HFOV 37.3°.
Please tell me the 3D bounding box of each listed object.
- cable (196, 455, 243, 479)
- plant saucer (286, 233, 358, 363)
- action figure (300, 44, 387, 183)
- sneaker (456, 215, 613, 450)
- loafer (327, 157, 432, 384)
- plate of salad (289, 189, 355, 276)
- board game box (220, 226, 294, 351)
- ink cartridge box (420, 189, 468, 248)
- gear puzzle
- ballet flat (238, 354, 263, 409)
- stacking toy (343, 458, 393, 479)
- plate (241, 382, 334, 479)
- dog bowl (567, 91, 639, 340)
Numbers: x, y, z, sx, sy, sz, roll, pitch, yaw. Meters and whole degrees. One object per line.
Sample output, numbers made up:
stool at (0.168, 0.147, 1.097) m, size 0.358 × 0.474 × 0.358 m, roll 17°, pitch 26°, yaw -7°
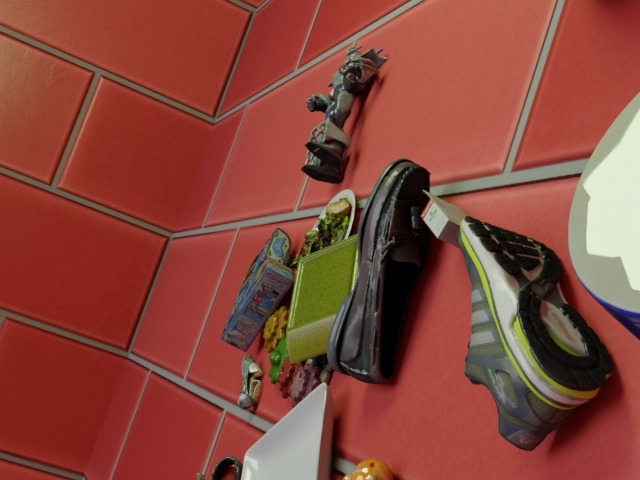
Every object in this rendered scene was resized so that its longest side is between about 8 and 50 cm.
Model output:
cable at (-0.151, 0.472, 1.558) m, size 0.139 × 0.072 × 0.287 m, roll -44°, pitch 38°, yaw 15°
plant saucer at (0.019, 0.073, 1.415) m, size 0.188 × 0.045 × 0.188 m, roll -24°, pitch 44°, yaw 39°
action figure at (0.036, -0.252, 1.743) m, size 0.185 × 0.099 × 0.285 m, roll 133°, pitch 156°, yaw -58°
sneaker at (0.183, 0.080, 0.951) m, size 0.300 × 0.111 × 0.121 m, roll -95°, pitch 29°, yaw -58°
loafer at (0.100, 0.045, 1.257) m, size 0.095 × 0.109 × 0.303 m, roll 19°, pitch 93°, yaw 49°
plate of salad at (0.000, 0.000, 1.623) m, size 0.200 × 0.048 × 0.200 m, roll -53°, pitch 22°, yaw 33°
board game box at (-0.101, 0.079, 1.781) m, size 0.194 × 0.060 × 0.194 m, roll -51°, pitch 15°, yaw 45°
ink cartridge box at (0.161, -0.023, 1.184) m, size 0.029 × 0.062 × 0.115 m, roll -61°, pitch 19°, yaw 14°
gear puzzle at (-0.045, 0.164, 1.577) m, size 0.176 × 0.044 × 0.339 m, roll -68°, pitch 18°, yaw 1°
ballet flat at (-0.122, 0.253, 1.716) m, size 0.041 × 0.041 × 0.114 m, roll -50°, pitch 26°, yaw 42°
stacking toy at (0.024, 0.360, 1.037) m, size 0.302 × 0.175 × 0.166 m, roll -65°, pitch -24°, yaw -49°
plate at (-0.052, 0.380, 1.354) m, size 0.278 × 0.045 × 0.277 m, roll -49°, pitch 25°, yaw 44°
dog bowl at (0.304, -0.032, 0.646) m, size 0.265 × 0.104 × 0.265 m, roll -43°, pitch 25°, yaw 25°
